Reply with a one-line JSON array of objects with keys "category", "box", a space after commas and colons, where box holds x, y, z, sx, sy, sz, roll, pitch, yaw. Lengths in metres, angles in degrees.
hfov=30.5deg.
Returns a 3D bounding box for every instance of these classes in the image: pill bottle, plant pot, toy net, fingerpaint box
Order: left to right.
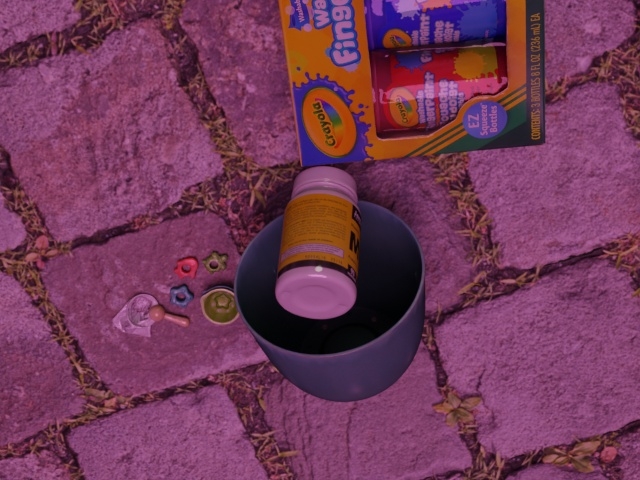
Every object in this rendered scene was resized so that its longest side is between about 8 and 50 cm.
[{"category": "toy net", "box": [-0.252, 0.103, 1.984, 0.232, 0.045, 0.122, -17, 112, 9]}, {"category": "pill bottle", "box": [0.000, 0.000, 1.731, 0.119, 0.208, 0.119, 3, 144, 2]}, {"category": "plant pot", "box": [0.034, 0.119, 1.859, 0.293, 0.293, 0.235, -10, 142, 6]}, {"category": "fingerpaint box", "box": [0.127, -0.344, 1.681, 0.371, 0.163, 0.444, -4, 123, 4]}]
